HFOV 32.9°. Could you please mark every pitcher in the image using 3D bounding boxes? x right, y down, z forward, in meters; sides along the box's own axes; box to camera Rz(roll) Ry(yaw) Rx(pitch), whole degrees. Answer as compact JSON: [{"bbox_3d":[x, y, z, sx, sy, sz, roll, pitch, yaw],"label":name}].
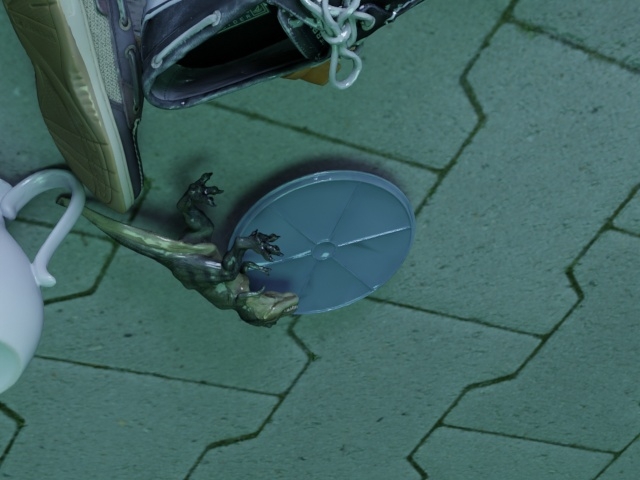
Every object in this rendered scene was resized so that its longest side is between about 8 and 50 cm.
[{"bbox_3d":[-0.281,0.025,0.932,0.178,0.207,0.125,-20,136,-1],"label":"pitcher"}]

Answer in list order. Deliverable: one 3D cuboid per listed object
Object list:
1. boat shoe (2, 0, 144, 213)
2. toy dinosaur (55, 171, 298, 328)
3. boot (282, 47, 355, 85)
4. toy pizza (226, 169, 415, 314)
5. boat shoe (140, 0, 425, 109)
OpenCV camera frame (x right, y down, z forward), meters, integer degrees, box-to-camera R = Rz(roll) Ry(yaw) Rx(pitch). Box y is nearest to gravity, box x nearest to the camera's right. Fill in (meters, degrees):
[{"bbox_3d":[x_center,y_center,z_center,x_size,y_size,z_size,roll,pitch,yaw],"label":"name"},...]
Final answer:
[{"bbox_3d":[-0.181,-0.141,0.885,0.092,0.103,0.285,-40,143,-26],"label":"boat shoe"},{"bbox_3d":[-0.111,0.006,1.038,0.268,0.064,0.118,32,129,-23],"label":"toy dinosaur"},{"bbox_3d":[-0.015,-0.215,0.890,0.152,0.073,0.197,17,137,-29],"label":"boot"},{"bbox_3d":[0.000,0.000,1.125,0.201,0.032,0.201,-10,136,-10],"label":"toy pizza"},{"bbox_3d":[-0.001,-0.175,0.787,0.306,0.105,0.113,-14,141,17],"label":"boat shoe"}]
